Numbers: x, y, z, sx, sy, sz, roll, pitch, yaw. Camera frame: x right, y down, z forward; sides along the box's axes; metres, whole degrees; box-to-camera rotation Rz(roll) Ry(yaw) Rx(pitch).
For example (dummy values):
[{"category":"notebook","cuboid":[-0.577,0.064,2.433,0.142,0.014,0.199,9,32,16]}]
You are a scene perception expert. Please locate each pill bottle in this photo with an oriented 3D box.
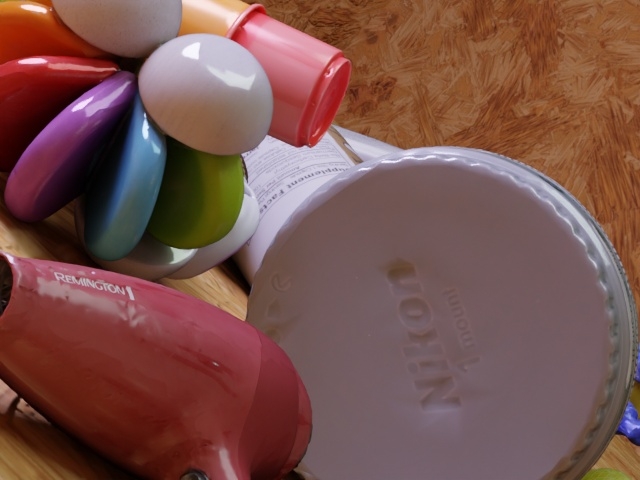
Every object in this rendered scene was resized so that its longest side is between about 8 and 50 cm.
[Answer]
[{"category":"pill bottle","cuboid":[0.000,0.000,1.248,0.131,0.131,0.229,40,8,-38]}]

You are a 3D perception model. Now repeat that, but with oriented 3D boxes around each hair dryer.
[{"category":"hair dryer","cuboid":[-0.026,0.104,0.638,0.293,0.080,0.223,44,7,-11]}]

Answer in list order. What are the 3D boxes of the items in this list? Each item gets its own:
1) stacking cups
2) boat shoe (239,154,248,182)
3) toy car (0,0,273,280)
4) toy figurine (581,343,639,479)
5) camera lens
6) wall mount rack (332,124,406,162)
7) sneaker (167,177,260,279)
[{"category":"stacking cups","cuboid":[-0.135,-0.146,0.978,0.316,0.096,0.096,24,1,13]},{"category":"boat shoe","cuboid":[-0.112,-0.147,1.280,0.111,0.104,0.307,84,-20,-49]},{"category":"toy car","cuboid":[-0.126,-0.061,0.881,0.182,0.159,0.136,47,41,13]},{"category":"toy figurine","cuboid":[0.313,0.169,1.827,0.191,0.217,0.362,43,6,-19]},{"category":"camera lens","cuboid":[0.081,0.059,0.979,0.219,0.219,0.274,46,6,10]},{"category":"wall mount rack","cuboid":[0.073,-0.035,1.693,0.350,0.130,0.304,20,11,0]},{"category":"sneaker","cuboid":[-0.123,-0.082,1.058,0.236,0.095,0.104,52,-5,45]}]
